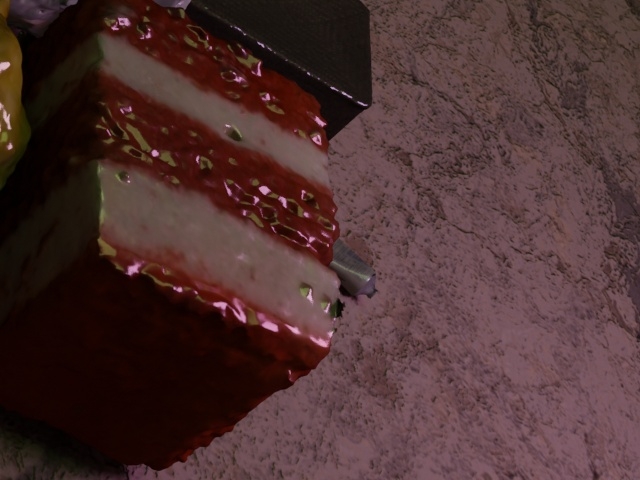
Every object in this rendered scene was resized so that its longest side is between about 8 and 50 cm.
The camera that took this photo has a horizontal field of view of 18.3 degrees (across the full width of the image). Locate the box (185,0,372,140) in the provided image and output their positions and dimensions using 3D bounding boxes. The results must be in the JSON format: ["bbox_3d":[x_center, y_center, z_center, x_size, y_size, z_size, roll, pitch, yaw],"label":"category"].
[{"bbox_3d":[-0.087,-0.215,2.123,0.273,0.143,0.184,29,40,-29],"label":"box"}]

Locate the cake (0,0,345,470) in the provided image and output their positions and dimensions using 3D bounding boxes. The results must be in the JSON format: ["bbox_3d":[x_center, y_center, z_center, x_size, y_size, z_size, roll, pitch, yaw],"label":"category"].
[{"bbox_3d":[-0.163,-0.002,1.712,0.269,0.270,0.319,27,40,-31],"label":"cake"}]

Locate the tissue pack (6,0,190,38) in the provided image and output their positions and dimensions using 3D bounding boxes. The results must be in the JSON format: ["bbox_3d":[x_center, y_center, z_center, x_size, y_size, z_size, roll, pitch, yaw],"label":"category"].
[{"bbox_3d":[-0.315,-0.350,1.940,0.390,0.195,0.375,15,28,-39],"label":"tissue pack"}]

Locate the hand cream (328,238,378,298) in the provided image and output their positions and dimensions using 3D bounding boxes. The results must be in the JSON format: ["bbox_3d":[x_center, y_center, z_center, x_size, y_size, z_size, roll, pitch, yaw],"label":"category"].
[{"bbox_3d":[0.000,0.000,2.133,0.165,0.037,0.057,45,34,2],"label":"hand cream"}]

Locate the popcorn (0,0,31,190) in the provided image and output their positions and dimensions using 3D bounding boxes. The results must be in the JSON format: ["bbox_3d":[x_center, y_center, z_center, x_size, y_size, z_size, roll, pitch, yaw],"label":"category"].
[{"bbox_3d":[-0.333,-0.118,1.626,0.191,0.190,0.253,-3,43,-6],"label":"popcorn"}]
